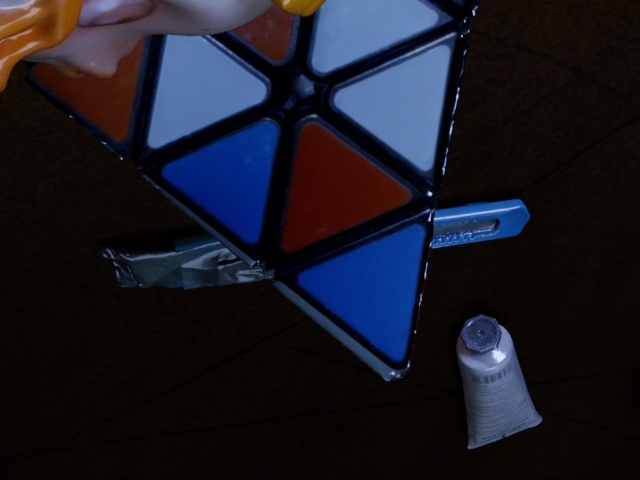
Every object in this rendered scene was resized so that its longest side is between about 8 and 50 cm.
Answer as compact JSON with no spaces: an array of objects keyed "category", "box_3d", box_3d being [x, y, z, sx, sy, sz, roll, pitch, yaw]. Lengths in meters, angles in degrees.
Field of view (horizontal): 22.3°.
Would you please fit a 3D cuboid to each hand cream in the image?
[{"category":"hand cream","box_3d":[0.136,0.115,1.277,0.067,0.042,0.194,-25,149,-3]}]

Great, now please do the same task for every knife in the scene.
[{"category":"knife","box_3d":[0.001,0.002,1.083,0.296,0.026,0.044,-8,131,-11]}]

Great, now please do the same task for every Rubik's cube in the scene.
[{"category":"Rubik's cube","box_3d":[0.018,-0.003,0.910,0.284,0.234,0.250,-20,144,3]}]

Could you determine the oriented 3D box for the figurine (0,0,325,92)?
[{"category":"figurine","box_3d":[-0.112,-0.164,0.681,0.323,0.196,0.320,-15,-173,11]}]
